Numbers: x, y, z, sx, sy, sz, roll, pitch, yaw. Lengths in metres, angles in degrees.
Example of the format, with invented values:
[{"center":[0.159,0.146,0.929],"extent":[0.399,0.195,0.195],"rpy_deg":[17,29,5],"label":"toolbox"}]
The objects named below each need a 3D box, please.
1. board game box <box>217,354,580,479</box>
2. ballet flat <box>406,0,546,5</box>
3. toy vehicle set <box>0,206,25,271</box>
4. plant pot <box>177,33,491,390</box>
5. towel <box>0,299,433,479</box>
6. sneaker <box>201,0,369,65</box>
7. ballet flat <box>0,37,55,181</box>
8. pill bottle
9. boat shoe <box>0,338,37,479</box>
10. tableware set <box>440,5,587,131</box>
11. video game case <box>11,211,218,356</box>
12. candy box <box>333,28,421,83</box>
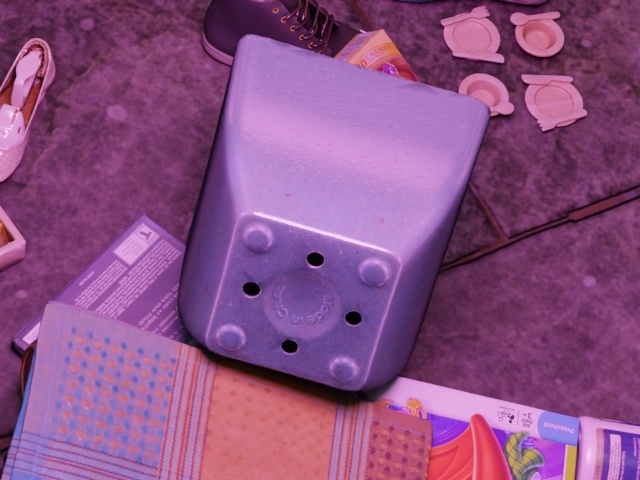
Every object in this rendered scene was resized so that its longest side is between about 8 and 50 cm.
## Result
[{"center":[0.054,0.243,1.831],"extent":[0.347,0.078,0.233],"rpy_deg":[13,60,-7],"label":"board game box"},{"center":[0.157,-0.303,2.200],"extent":[0.213,0.068,0.072],"rpy_deg":[3,52,-8],"label":"ballet flat"},{"center":[-0.440,0.009,1.925],"extent":[0.267,0.035,0.166],"rpy_deg":[-30,69,-25],"label":"toy vehicle set"},{"center":[0.000,0.000,1.806],"extent":[0.247,0.248,0.252],"rpy_deg":[16,29,-1],"label":"plant pot"},{"center":[-0.091,0.219,1.715],"extent":[0.370,0.040,0.271],"rpy_deg":[18,54,-10],"label":"towel"},{"center":[-0.012,-0.217,2.089],"extent":[0.222,0.118,0.083],"rpy_deg":[13,58,-3],"label":"sneaker"},{"center":[-0.314,-0.136,2.025],"extent":[0.057,0.052,0.168],"rpy_deg":[16,58,-1],"label":"ballet flat"},{"center":[0.320,0.225,1.899],"extent":[0.169,0.094,0.094],"rpy_deg":[9,58,-5],"label":"pill bottle"},{"center":[-0.232,0.205,1.757],"extent":[0.104,0.111,0.307],"rpy_deg":[-3,46,-24],"label":"boat shoe"},{"center":[0.210,-0.189,2.171],"extent":[0.141,0.020,0.169],"rpy_deg":[-3,61,-12],"label":"tableware set"},{"center":[-0.131,0.117,1.924],"extent":[0.274,0.026,0.196],"rpy_deg":[37,60,11],"label":"video game case"},{"center":[0.024,-0.116,2.041],"extent":[0.187,0.053,0.109],"rpy_deg":[-47,112,-27],"label":"candy box"}]
